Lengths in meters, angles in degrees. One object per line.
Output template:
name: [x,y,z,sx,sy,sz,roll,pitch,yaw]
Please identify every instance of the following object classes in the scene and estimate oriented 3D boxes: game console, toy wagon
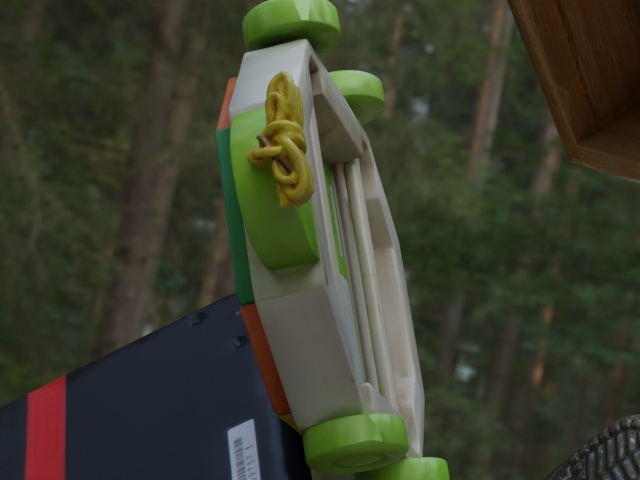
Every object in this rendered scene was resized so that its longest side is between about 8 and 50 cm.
game console: [-0.152,0.210,1.103,0.342,0.386,0.060,-25,-58,9]
toy wagon: [0.000,0.000,1.080,0.068,0.267,0.344,-13,-20,11]

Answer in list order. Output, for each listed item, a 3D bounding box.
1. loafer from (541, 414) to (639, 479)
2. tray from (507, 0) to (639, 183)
loafer: [0.091,0.122,0.739,0.050,0.056,0.148,32,-49,-24]
tray: [0.120,-0.203,0.781,0.203,0.076,0.411,24,-36,58]
